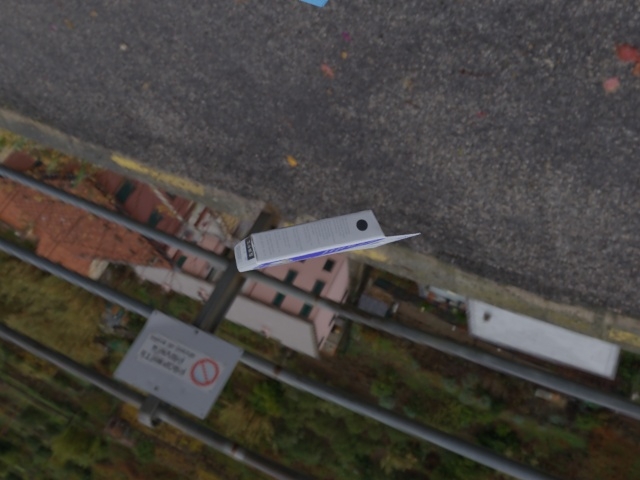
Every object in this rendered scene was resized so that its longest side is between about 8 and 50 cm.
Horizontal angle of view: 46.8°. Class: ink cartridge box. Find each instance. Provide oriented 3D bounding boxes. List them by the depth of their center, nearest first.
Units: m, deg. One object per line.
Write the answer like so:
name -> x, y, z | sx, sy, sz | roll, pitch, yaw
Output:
ink cartridge box -> 0.000, 0.000, 0.973 | 0.208, 0.045, 0.206 | -9, 177, -13

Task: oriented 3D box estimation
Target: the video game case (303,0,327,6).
video game case -> -0.059, -0.275, 0.616 | 0.119, 0.166, 0.015 | 7, 148, -33
